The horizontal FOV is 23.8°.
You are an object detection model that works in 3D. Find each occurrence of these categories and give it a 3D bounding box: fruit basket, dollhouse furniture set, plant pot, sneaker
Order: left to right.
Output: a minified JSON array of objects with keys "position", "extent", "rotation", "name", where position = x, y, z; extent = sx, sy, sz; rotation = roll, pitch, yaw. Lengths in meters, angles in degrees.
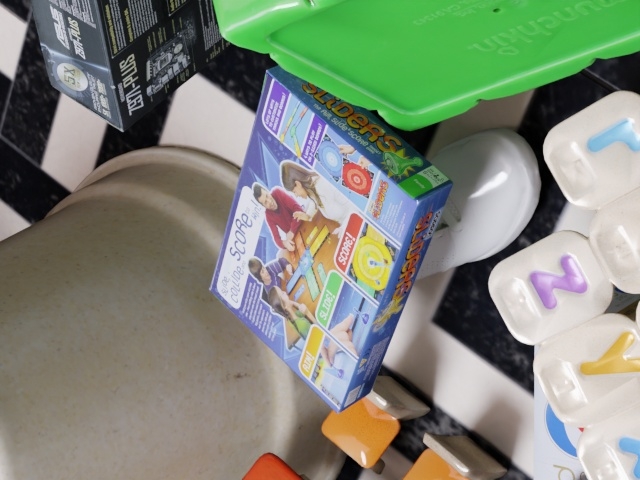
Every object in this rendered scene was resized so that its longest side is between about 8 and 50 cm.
[{"position":[-0.195,0.119,1.131],"extent":[0.334,0.305,0.334],"rotation":[12,110,35],"name":"plant pot"},{"position":[0.029,0.255,1.037],"extent":[0.259,0.135,0.262],"rotation":[38,95,24],"name":"dollhouse furniture set"},{"position":[0.056,-0.003,1.036],"extent":[0.212,0.094,0.080],"rotation":[-34,81,40],"name":"sneaker"},{"position":[0.094,-0.291,0.837],"extent":[0.392,0.283,0.392],"rotation":[-19,61,39],"name":"fruit basket"}]

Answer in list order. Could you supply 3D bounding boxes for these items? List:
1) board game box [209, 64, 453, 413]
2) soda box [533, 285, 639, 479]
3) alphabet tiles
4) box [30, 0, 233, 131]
[{"position":[0.000,0.000,0.984],"extent":[0.136,0.035,0.201],"rotation":[43,138,23],"name":"board game box"},{"position":[0.184,0.138,0.990],"extent":[0.069,0.074,0.216],"rotation":[9,108,35],"name":"soda box"},{"position":[0.253,0.030,0.886],"extent":[0.278,0.021,0.284],"rotation":[-30,84,18],"name":"alphabet tiles"},{"position":[-0.123,-0.191,1.044],"extent":[0.077,0.147,0.180],"rotation":[33,150,26],"name":"box"}]
